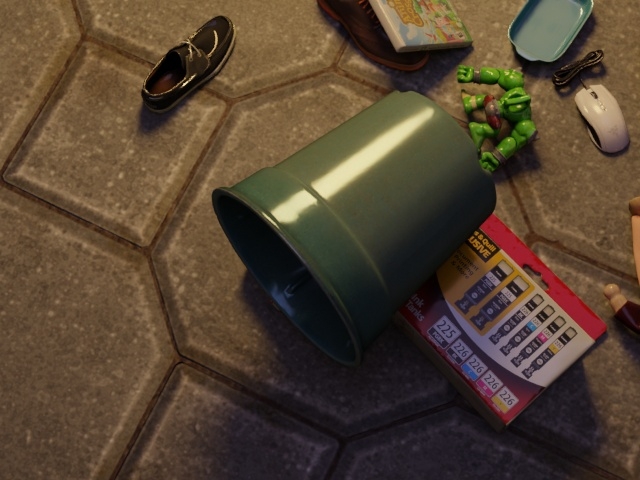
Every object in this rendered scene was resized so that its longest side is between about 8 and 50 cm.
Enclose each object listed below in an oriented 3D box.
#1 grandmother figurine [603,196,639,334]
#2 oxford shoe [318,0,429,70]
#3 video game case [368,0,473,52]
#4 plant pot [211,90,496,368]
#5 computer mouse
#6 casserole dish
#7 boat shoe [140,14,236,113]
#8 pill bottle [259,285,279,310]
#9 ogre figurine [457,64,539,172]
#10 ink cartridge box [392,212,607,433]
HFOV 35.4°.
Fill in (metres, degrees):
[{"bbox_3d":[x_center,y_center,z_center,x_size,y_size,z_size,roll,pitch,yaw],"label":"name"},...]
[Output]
[{"bbox_3d":[0.585,0.095,1.688,0.208,0.104,0.342,-6,70,11],"label":"grandmother figurine"},{"bbox_3d":[0.091,-0.419,1.870,0.271,0.098,0.097,40,80,14],"label":"oxford shoe"},{"bbox_3d":[0.168,-0.444,1.855,0.193,0.023,0.212,-13,70,-39],"label":"video game case"},{"bbox_3d":[0.069,-0.037,1.546,0.334,0.341,0.341,-38,75,-16],"label":"plant pot"},{"bbox_3d":[0.505,-0.251,1.822,0.106,0.042,0.193,-23,73,-4],"label":"computer mouse"},{"bbox_3d":[0.429,-0.408,1.876,0.114,0.037,0.188,33,78,13],"label":"casserole dish"},{"bbox_3d":[-0.246,-0.339,1.883,0.084,0.079,0.233,40,79,15],"label":"boat shoe"},{"bbox_3d":[-0.063,0.066,1.745,0.087,0.087,0.160,-35,74,-6],"label":"pill bottle"},{"bbox_3d":[0.322,-0.229,1.802,0.118,0.097,0.197,-14,61,12],"label":"ogre figurine"},{"bbox_3d":[0.294,0.114,1.684,0.272,0.130,0.309,-41,75,-9],"label":"ink cartridge box"}]
